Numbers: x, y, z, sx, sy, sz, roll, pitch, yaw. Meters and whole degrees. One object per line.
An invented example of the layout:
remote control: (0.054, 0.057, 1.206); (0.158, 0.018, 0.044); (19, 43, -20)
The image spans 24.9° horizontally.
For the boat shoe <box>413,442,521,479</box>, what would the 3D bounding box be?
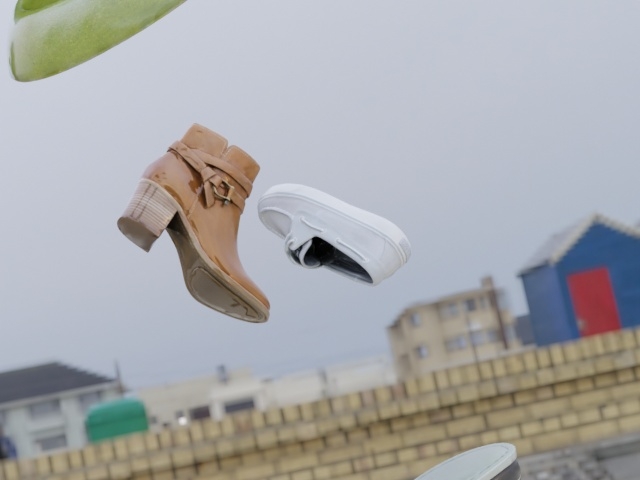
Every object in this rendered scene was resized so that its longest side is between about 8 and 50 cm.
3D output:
boat shoe: (0.083, 0.255, 1.236); (0.228, 0.068, 0.081); (-31, 9, -16)

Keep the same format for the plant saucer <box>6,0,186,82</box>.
plant saucer: (-0.123, -0.195, 0.986); (0.241, 0.037, 0.241); (-28, 25, 14)

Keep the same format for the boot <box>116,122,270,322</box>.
boot: (-0.101, -0.020, 1.517); (0.073, 0.197, 0.152); (-27, 26, 53)

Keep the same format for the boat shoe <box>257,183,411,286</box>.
boat shoe: (0.000, 0.000, 1.375); (0.184, 0.066, 0.063); (24, 56, 34)
